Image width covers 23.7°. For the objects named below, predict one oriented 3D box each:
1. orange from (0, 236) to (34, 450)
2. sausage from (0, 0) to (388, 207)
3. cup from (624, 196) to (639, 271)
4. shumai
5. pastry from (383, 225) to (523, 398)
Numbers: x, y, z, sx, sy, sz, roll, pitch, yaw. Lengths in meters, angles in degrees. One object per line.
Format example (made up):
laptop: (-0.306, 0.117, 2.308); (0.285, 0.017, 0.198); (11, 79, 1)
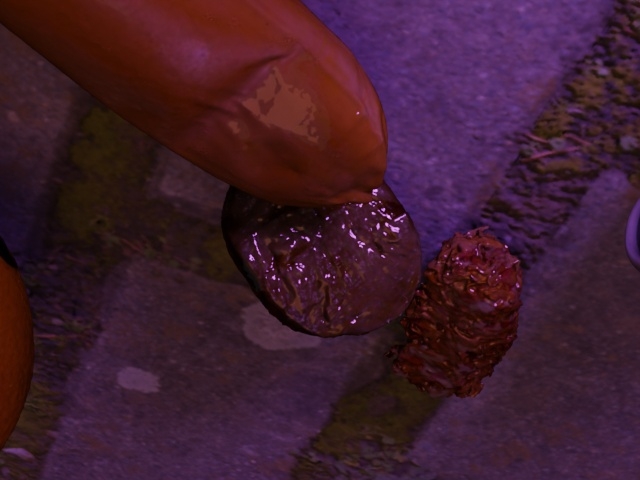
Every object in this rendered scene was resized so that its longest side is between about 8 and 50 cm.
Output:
orange: (-0.342, 0.071, 1.093); (0.274, 0.274, 0.274); (6, 139, 6)
sausage: (-0.093, -0.133, 0.919); (0.134, 0.116, 0.354); (-36, 125, 23)
cup: (0.265, -0.020, 0.951); (0.099, 0.133, 0.136); (23, 138, -8)
shumai: (-0.005, -0.004, 1.079); (0.139, 0.105, 0.123); (40, 91, -29)
pastry: (0.106, 0.053, 1.127); (0.087, 0.063, 0.169); (21, 144, 2)
